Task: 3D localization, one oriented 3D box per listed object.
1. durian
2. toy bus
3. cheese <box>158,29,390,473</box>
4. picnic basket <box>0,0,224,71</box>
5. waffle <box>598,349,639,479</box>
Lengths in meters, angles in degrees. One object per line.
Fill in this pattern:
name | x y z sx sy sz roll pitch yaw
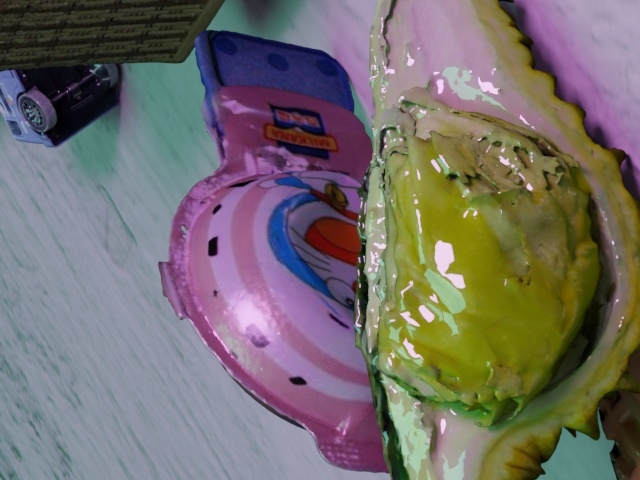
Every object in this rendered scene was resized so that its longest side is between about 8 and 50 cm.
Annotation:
durian | 0.079 0.019 0.900 0.106 0.132 0.375 -22 67 56
toy bus | -0.205 -0.149 1.345 0.076 0.073 0.167 5 125 49
cheese | 0.000 0.000 1.007 0.074 0.189 0.286 -54 37 39
picnic basket | -0.160 -0.271 1.093 0.228 0.175 0.313 -48 52 56
waffle | 0.146 0.102 0.946 0.153 0.023 0.097 59 147 23
